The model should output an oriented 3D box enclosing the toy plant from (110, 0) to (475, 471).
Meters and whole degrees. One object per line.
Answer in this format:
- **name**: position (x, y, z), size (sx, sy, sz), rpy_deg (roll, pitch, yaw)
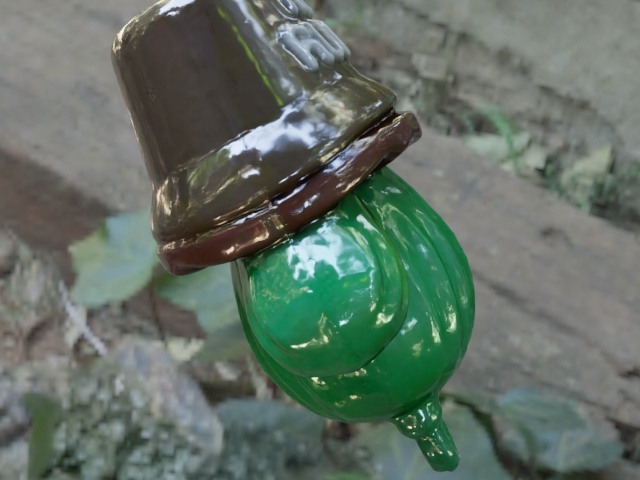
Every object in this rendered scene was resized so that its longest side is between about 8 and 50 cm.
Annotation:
- **toy plant**: position (0.000, 0.000, 0.580), size (0.105, 0.200, 0.143), rpy_deg (-32, 2, 4)
